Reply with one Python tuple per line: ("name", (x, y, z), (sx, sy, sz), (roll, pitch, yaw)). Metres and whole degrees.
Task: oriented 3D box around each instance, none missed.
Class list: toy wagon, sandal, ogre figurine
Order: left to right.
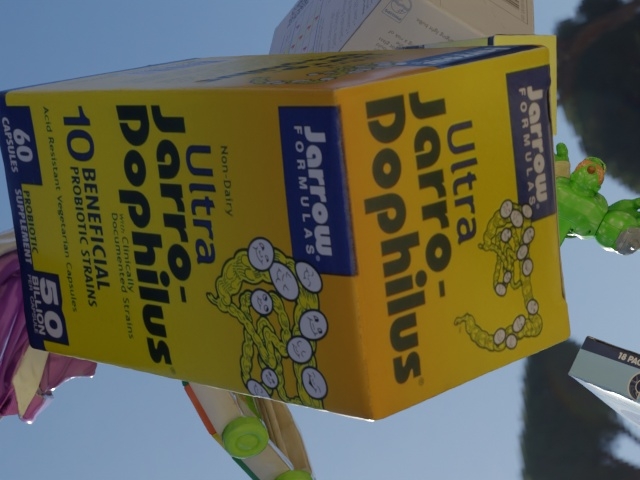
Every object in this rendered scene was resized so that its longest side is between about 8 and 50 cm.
("sandal", (-0.224, 0.070, 1.136), (0.416, 0.102, 0.169), (-62, -21, -66))
("toy wagon", (-0.114, 0.183, 1.807), (0.344, 0.068, 0.267), (52, -171, -36))
("ogre figurine", (0.243, -0.032, 1.332), (0.197, 0.097, 0.118), (46, -163, 6))

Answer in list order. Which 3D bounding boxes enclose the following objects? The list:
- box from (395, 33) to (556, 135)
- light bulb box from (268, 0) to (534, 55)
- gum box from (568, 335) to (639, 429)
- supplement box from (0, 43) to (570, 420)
("box", (0.129, -0.131, 1.226), (0.232, 0.058, 0.087), (-167, 74, -72))
("light bulb box", (0.098, -0.268, 1.967), (0.225, 0.361, 0.358), (30, -142, -17))
("gum box", (0.317, 0.151, 1.178), (0.184, 0.157, 0.041), (37, -103, -44))
("supplement box", (-0.036, -0.020, 0.953), (0.195, 0.357, 0.194), (-17, -75, -42))
